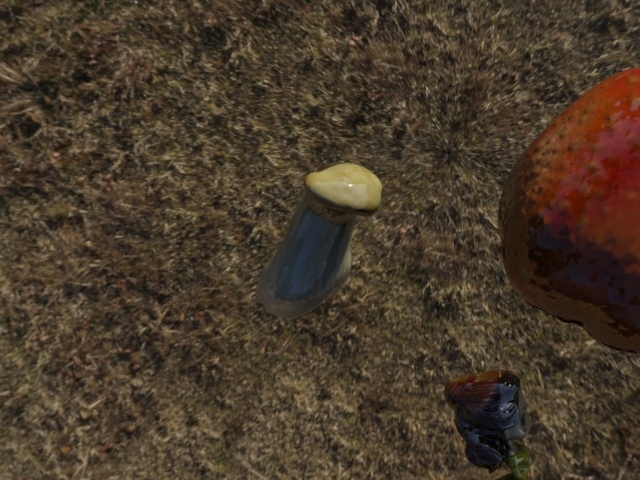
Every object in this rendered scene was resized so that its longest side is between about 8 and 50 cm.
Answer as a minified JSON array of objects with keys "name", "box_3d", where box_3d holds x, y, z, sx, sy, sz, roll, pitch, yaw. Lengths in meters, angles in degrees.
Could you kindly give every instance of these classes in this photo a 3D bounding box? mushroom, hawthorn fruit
[{"name":"mushroom","box_3d":[0.000,0.000,0.979,0.122,0.159,0.328,32,138,6]},{"name":"hawthorn fruit","box_3d":[0.197,-0.039,0.373,0.163,0.162,0.203,24,116,7]}]

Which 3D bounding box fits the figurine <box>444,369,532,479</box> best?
[{"name":"figurine","box_3d":[0.298,0.362,1.022,0.168,0.187,0.315,-4,94,43]}]
